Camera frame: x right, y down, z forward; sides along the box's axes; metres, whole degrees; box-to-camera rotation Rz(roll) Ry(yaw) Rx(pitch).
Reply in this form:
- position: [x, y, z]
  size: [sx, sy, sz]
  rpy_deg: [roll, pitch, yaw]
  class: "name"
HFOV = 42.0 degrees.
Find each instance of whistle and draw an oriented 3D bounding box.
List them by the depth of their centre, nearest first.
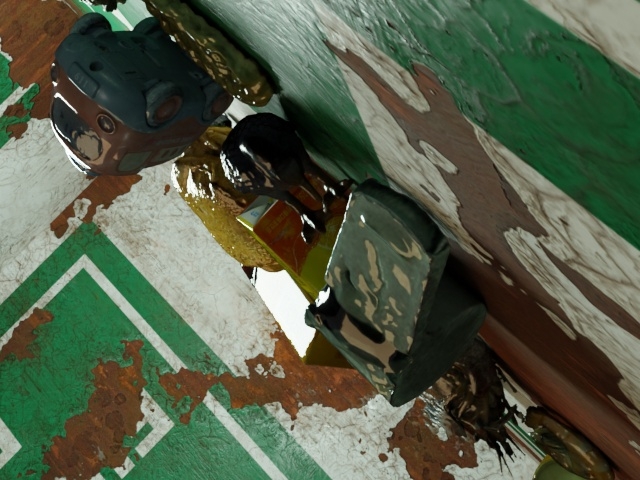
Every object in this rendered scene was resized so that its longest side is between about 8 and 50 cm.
- position: [0.085, 0.082, 1.081]
  size: [0.168, 0.188, 0.405]
  rpy_deg: [43, 176, 25]
  class: "whistle"

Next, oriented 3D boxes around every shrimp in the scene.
- position: [0.424, 0.355, 1.505]
  size: [0.145, 0.059, 0.254]
  rpy_deg: [50, 174, -32]
  class: "shrimp"
- position: [0.300, 0.295, 1.525]
  size: [0.343, 0.145, 0.116]
  rpy_deg: [58, -153, -20]
  class: "shrimp"

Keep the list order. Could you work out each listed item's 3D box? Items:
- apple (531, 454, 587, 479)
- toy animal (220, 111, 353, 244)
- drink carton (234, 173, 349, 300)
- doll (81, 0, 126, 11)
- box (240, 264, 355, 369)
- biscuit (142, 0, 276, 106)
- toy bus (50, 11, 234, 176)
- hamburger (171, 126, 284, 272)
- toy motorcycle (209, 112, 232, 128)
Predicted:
- position: [0.603, 0.598, 1.787]
  size: [0.346, 0.254, 0.179]
  rpy_deg: [42, 136, 27]
  class: "apple"
- position: [-0.056, -0.101, 1.156]
  size: [0.185, 0.122, 0.298]
  rpy_deg: [34, -172, -23]
  class: "toy animal"
- position: [0.034, 0.038, 1.426]
  size: [0.351, 0.154, 0.111]
  rpy_deg: [46, 176, -24]
  class: "drink carton"
- position: [-0.398, -0.455, 1.282]
  size: [0.286, 0.091, 0.203]
  rpy_deg: [52, 170, 11]
  class: "doll"
- position: [0.015, 0.117, 1.784]
  size: [0.264, 0.116, 0.415]
  rpy_deg: [10, -158, -31]
  class: "box"
- position: [-0.157, -0.259, 1.092]
  size: [0.273, 0.036, 0.187]
  rpy_deg: [44, 176, 13]
  class: "biscuit"
- position: [-0.300, -0.210, 1.331]
  size: [0.197, 0.232, 0.294]
  rpy_deg: [43, -152, 13]
  class: "toy bus"
- position: [-0.143, -0.087, 1.559]
  size: [0.290, 0.170, 0.314]
  rpy_deg: [15, 151, 40]
  class: "hamburger"
- position: [-0.174, -0.156, 1.813]
  size: [0.205, 0.127, 0.275]
  rpy_deg: [40, 172, 17]
  class: "toy motorcycle"
